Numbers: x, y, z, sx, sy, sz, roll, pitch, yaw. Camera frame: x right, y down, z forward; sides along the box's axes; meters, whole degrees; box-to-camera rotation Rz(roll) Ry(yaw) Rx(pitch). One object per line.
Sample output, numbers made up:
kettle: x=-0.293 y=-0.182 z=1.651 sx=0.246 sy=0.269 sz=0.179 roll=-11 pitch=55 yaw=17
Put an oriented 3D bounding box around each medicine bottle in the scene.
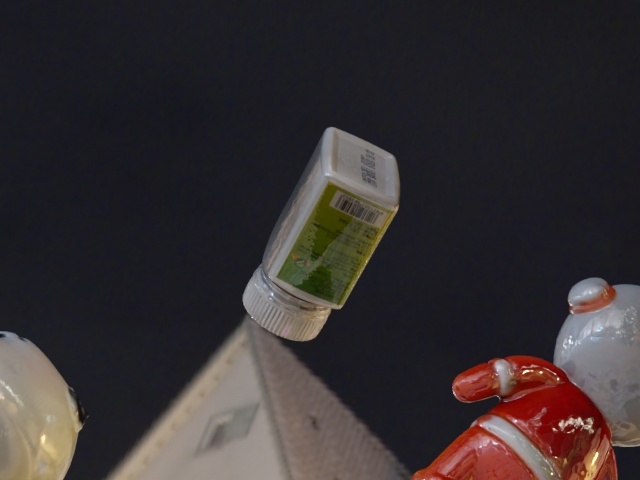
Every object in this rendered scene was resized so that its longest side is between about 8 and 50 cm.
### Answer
medicine bottle: x=0.000 y=0.000 z=1.313 sx=0.088 sy=0.132 sz=0.189 roll=24 pitch=-65 yaw=-11

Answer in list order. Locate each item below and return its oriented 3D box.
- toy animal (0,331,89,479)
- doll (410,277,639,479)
toy animal: x=-0.234 y=0.119 z=0.765 sx=0.166 sy=0.179 sz=0.138 roll=-25 pitch=-86 yaw=42
doll: x=0.161 y=0.103 z=0.822 sx=0.142 sy=0.245 sz=0.076 roll=55 pitch=-25 yaw=-14
